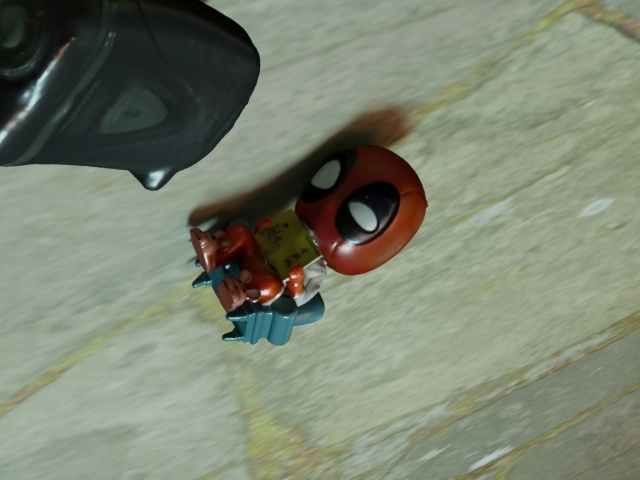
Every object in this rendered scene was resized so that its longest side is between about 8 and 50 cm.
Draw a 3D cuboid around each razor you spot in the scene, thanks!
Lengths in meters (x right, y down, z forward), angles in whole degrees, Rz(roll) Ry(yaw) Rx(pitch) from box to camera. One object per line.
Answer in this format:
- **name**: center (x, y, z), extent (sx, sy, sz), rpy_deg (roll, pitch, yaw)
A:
- **razor**: center (-0.090, -0.067, 0.778), extent (0.090, 0.054, 0.148), rpy_deg (-46, 157, 21)

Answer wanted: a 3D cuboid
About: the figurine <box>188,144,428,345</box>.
- **figurine**: center (0.000, 0.000, 1.022), extent (0.140, 0.068, 0.075), rpy_deg (-27, 153, -18)
